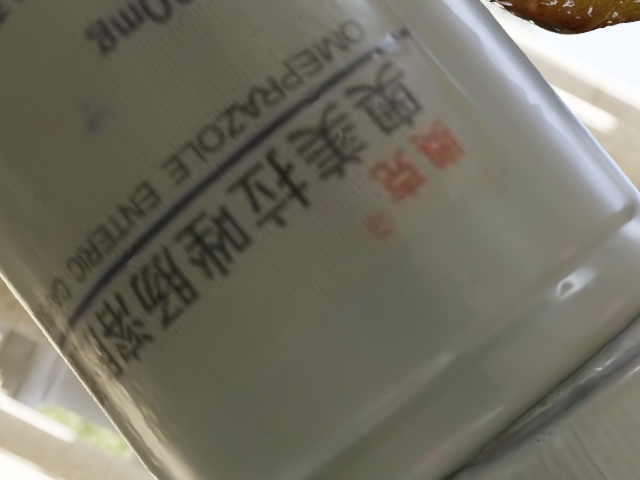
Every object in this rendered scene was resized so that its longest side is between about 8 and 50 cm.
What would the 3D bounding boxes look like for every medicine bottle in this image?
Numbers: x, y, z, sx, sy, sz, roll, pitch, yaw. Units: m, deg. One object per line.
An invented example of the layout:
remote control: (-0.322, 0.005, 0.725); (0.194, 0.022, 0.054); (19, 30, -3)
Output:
medicine bottle: (0.000, 0.000, 0.583); (0.190, 0.332, 0.190); (-38, 174, -5)

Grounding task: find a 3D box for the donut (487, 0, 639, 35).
donut: (0.192, -0.190, 0.900); (0.259, 0.101, 0.152); (-27, 155, 9)
